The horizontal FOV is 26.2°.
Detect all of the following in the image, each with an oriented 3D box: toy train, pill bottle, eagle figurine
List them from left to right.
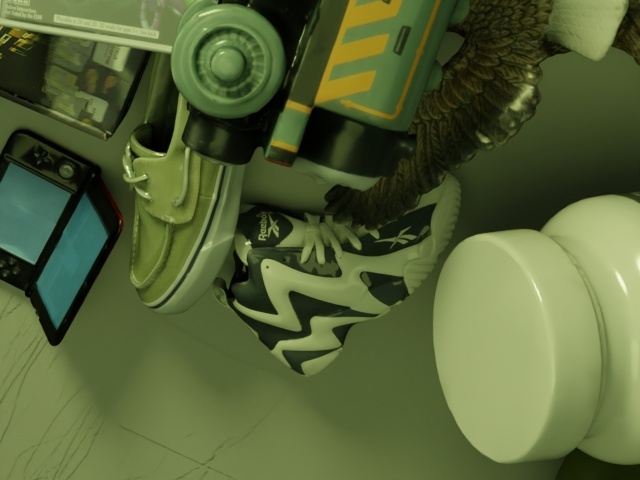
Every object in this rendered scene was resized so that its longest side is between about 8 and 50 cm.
[{"bbox_3d":[0.018,-0.195,0.941,0.190,0.142,0.333,18,103,-8],"label":"toy train"},{"bbox_3d":[0.109,-0.156,1.076,0.298,0.226,0.225,-16,133,3],"label":"eagle figurine"},{"bbox_3d":[0.286,0.062,1.082,0.363,0.210,0.210,-6,116,-23],"label":"pill bottle"}]

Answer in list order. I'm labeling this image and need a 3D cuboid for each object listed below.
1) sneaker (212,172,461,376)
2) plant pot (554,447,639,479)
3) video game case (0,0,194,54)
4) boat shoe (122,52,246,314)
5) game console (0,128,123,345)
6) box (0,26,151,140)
[{"bbox_3d":[0.000,0.000,1.194,0.153,0.094,0.235,34,121,-21],"label":"sneaker"},{"bbox_3d":[0.296,0.286,1.200,0.275,0.293,0.274,1,113,2],"label":"plant pot"},{"bbox_3d":[-0.135,-0.229,1.014,0.190,0.022,0.173,9,104,-1],"label":"video game case"},{"bbox_3d":[-0.117,-0.073,1.143,0.094,0.109,0.302,3,119,-32],"label":"boat shoe"},{"bbox_3d":[-0.250,-0.003,1.208,0.124,0.085,0.144,28,111,-10],"label":"game console"},{"bbox_3d":[-0.235,-0.317,1.061,0.318,0.097,0.394,23,113,-7],"label":"box"}]
